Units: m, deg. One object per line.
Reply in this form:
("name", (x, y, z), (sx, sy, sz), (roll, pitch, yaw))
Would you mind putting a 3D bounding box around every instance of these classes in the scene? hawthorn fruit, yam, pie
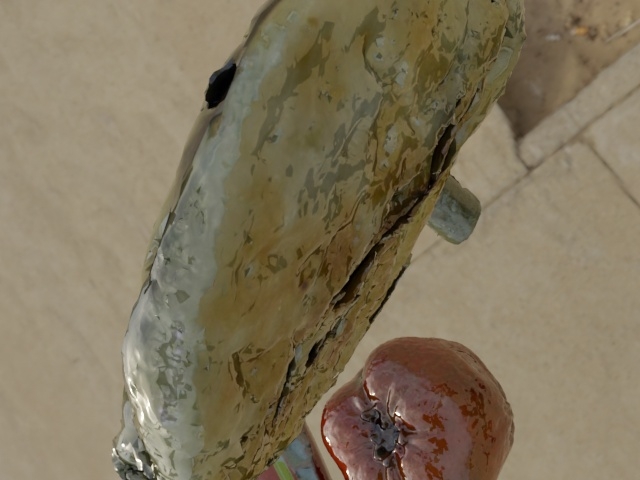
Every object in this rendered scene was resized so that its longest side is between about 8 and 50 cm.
("hawthorn fruit", (0.132, 0.201, 1.361), (0.207, 0.243, 0.207), (1, 92, 39))
("yam", (0.091, -0.049, 1.091), (0.132, 0.054, 0.054), (36, 153, -33))
("pie", (-0.001, 0.000, 0.598), (0.077, 0.339, 0.339), (28, 136, 15))

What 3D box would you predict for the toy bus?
("toy bus", (-0.057, 0.270, 1.446), (0.121, 0.120, 0.265), (71, 172, -61))
